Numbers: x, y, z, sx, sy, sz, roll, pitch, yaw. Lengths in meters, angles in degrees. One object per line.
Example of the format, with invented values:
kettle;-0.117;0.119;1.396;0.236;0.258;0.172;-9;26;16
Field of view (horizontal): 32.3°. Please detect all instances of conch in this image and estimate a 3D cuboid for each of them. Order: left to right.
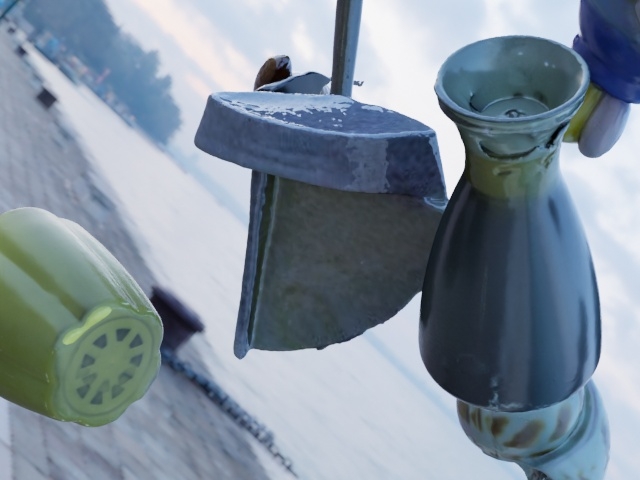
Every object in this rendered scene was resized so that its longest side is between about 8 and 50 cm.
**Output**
conch;0.323;0.258;1.640;0.249;0.197;0.368;46;3;36

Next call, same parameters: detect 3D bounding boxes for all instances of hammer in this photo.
hammer;0.031;-0.279;1.452;0.044;0.439;0.168;7;-6;-23

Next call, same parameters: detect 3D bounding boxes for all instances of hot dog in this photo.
hot dog;-0.041;-0.206;1.723;0.107;0.194;0.326;52;-14;23

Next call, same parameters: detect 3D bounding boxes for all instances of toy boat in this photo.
toy boat;0.013;-0.025;1.149;0.111;0.276;0.293;-52;133;-58

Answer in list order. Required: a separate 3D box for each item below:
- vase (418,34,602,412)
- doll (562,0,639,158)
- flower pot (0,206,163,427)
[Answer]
vase;0.168;-0.012;0.963;0.173;0.173;0.321;42;-30;40
doll;0.328;-0.198;0.925;0.187;0.376;0.366;28;-4;-37
flower pot;-0.257;0.086;1.094;0.179;0.195;0.195;28;-11;38
